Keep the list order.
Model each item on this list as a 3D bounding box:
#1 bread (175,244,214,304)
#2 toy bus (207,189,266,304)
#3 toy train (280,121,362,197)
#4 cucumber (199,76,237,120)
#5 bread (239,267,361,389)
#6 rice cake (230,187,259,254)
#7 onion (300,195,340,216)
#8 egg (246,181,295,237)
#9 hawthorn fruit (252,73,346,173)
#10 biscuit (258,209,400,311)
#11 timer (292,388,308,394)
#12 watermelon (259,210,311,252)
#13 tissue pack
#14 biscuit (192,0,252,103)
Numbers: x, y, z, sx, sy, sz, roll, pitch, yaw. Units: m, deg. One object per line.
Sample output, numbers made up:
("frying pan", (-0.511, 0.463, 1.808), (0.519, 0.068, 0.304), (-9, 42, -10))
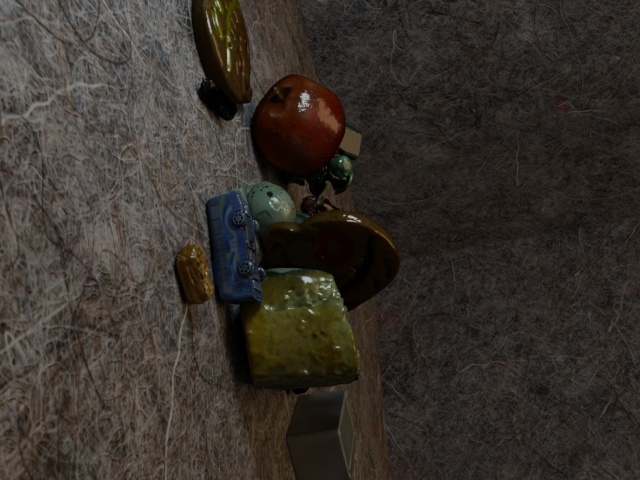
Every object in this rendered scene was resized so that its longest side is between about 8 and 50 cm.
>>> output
("bread", (-0.225, 0.061, 1.284), (0.083, 0.044, 0.110), (-46, 122, -80))
("toy bus", (-0.176, 0.019, 1.479), (0.079, 0.094, 0.236), (37, 41, -67))
("toy train", (-0.003, -0.268, 2.271), (0.167, 0.299, 0.238), (16, 80, -41))
("cucumber", (-0.239, -0.328, 1.651), (0.181, 0.053, 0.053), (46, 34, -70))
("bread", (-0.041, 0.204, 1.627), (0.395, 0.239, 0.264), (75, 6, -76))
("rice cake", (-0.180, -0.043, 1.710), (0.029, 0.033, 0.170), (-55, 133, -75))
("onion", (0.003, 0.020, 2.183), (0.281, 0.221, 0.281), (-5, 90, -77))
("egg", (-0.130, -0.082, 1.776), (0.131, 0.131, 0.164), (64, 3, -57))
("hawthorn fruit", (-0.066, -0.339, 2.042), (0.299, 0.275, 0.275), (47, 31, -48))
("biscuit", (0.000, 0.058, 1.710), (0.314, 0.367, 0.063), (35, 39, -24))
("timer", (-0.070, 0.309, 1.906), (0.144, 0.055, 0.187), (-22, 96, -74))
("watermelon", (-0.072, 0.033, 1.914), (0.261, 0.213, 0.201), (57, 40, -53))
("tissue pack", (0.010, 0.519, 1.882), (0.246, 0.136, 0.159), (-60, 138, -75))
("biscuit", (-0.231, -0.505, 1.828), (0.350, 0.070, 0.394), (70, 13, -45))
